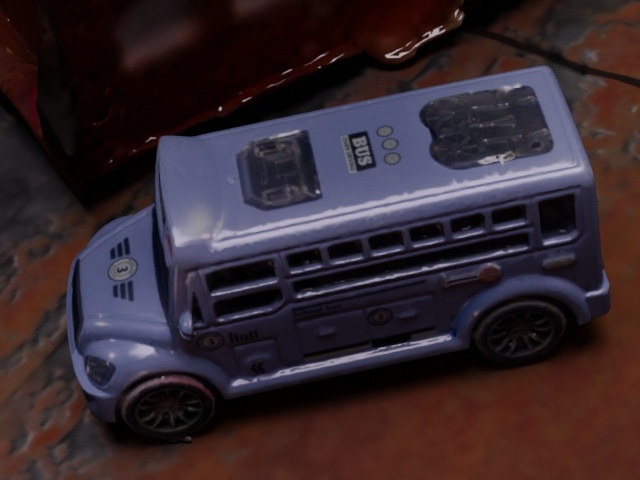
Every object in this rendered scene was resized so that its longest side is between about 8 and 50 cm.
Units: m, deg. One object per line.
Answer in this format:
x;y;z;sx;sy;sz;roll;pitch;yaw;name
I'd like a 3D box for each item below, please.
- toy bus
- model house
0.000;0.000;0.525;0.167;0.076;0.073;-12;45;-1;toy bus
-0.029;-0.165;0.635;0.254;0.160;0.196;-26;46;-16;model house
